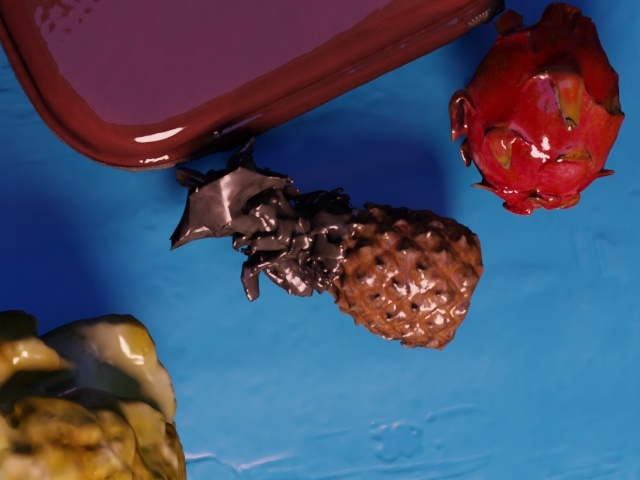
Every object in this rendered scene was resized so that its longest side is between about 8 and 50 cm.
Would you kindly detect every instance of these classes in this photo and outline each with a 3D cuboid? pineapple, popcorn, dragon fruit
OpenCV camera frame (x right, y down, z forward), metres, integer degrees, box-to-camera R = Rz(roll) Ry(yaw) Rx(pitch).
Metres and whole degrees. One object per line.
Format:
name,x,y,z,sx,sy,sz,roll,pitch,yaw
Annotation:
pineapple,0.000,0.000,1.190,0.237,0.111,0.119,18,97,-3
popcorn,-0.222,0.170,1.074,0.276,0.276,0.225,3,50,-5
dragon fruit,0.170,-0.104,1.213,0.136,0.133,0.166,18,84,5

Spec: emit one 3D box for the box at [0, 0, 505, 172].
box,-0.054,-0.221,1.218,0.404,0.108,0.263,-25,85,-9
